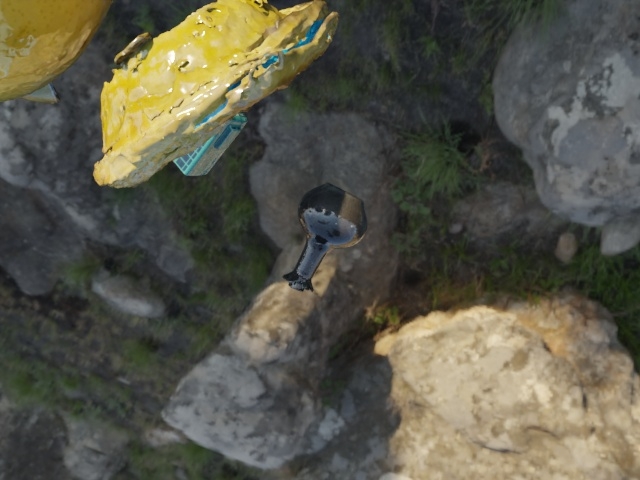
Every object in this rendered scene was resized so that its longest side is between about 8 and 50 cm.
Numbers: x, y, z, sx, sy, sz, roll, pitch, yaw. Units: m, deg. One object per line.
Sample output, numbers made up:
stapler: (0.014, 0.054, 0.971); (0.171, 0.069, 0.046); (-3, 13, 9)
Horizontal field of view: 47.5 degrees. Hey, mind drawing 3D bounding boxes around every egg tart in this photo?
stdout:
egg tart: (-0.114, -0.159, 0.687); (0.290, 0.291, 0.107); (-20, 113, 47)

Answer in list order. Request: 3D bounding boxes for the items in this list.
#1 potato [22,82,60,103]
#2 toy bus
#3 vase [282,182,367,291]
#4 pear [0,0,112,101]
potato: (-0.553, -0.326, 1.282); (0.182, 0.117, 0.202); (50, 159, 39)
toy bus: (-0.215, -0.204, 1.387); (0.092, 0.079, 0.160); (49, 115, 14)
vase: (0.000, 0.000, 1.199); (0.120, 0.183, 0.120); (28, -176, -2)
pear: (-0.390, -0.314, 0.772); (0.348, 0.348, 0.348); (15, 148, 9)
